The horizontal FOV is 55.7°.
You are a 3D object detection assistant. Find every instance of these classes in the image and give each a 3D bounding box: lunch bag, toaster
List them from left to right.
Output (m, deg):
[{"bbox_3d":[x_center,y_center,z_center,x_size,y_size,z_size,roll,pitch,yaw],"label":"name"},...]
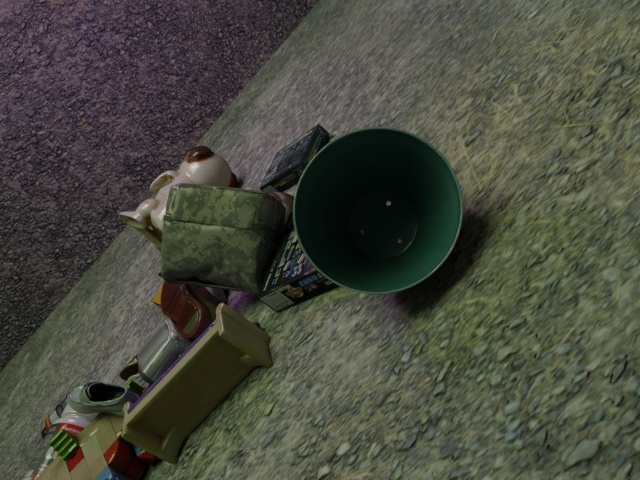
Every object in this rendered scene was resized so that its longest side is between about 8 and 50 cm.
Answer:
[{"bbox_3d":[-0.407,0.307,1.641,0.146,0.129,0.227,-52,22,-4],"label":"toaster"},{"bbox_3d":[-0.260,0.002,1.580,0.212,0.305,0.256,52,-134,-76],"label":"lunch bag"}]

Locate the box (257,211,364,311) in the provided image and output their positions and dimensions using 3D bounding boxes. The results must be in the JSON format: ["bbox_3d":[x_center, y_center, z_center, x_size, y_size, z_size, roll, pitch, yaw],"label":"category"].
[{"bbox_3d":[0.000,0.000,1.445,0.293,0.073,0.295,-27,33,41],"label":"box"}]

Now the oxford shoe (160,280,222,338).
[{"bbox_3d":[-0.348,0.180,1.675,0.123,0.130,0.348,-60,36,11],"label":"oxford shoe"}]

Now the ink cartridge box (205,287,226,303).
[{"bbox_3d":[-0.385,0.125,1.811,0.181,0.056,0.225,-36,67,30],"label":"ink cartridge box"}]

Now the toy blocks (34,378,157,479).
[{"bbox_3d":[-0.525,0.562,1.456,0.381,0.191,0.261,-47,35,-11],"label":"toy blocks"}]

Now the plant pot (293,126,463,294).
[{"bbox_3d":[0.111,-0.041,1.126,0.290,0.290,0.195,-50,-12,0],"label":"plant pot"}]

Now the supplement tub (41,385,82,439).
[{"bbox_3d":[-0.841,0.587,2.020,0.198,0.106,0.106,-47,24,8],"label":"supplement tub"}]

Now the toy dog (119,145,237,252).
[{"bbox_3d":[-0.513,-0.173,2.326,0.395,0.284,0.408,-12,41,58],"label":"toy dog"}]

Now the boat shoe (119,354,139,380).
[{"bbox_3d":[-0.566,0.385,1.903,0.152,0.056,0.049,-34,22,12],"label":"boat shoe"}]

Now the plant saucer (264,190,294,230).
[{"bbox_3d":[-0.204,-0.041,1.789,0.310,0.050,0.311,-25,37,20],"label":"plant saucer"}]

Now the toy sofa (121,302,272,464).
[{"bbox_3d":[-0.288,0.316,1.398,0.362,0.150,0.177,-46,26,10],"label":"toy sofa"}]

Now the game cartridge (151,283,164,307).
[{"bbox_3d":[-0.433,0.102,2.081,0.324,0.052,0.285,-56,25,-18],"label":"game cartridge"}]

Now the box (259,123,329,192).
[{"bbox_3d":[-0.086,-0.257,1.972,0.232,0.059,0.183,-25,35,45],"label":"box"}]

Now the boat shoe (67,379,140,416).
[{"bbox_3d":[-0.545,0.378,1.494,0.227,0.081,0.079,-1,41,26],"label":"boat shoe"}]

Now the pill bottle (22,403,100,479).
[{"bbox_3d":[-0.709,0.602,1.701,0.161,0.161,0.283,-32,31,36],"label":"pill bottle"}]

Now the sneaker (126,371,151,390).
[{"bbox_3d":[-0.510,0.400,1.798,0.158,0.061,0.065,-38,0,23],"label":"sneaker"}]

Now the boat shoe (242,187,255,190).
[{"bbox_3d":[-0.325,-0.086,2.016,0.277,0.098,0.096,-33,20,-6],"label":"boat shoe"}]
